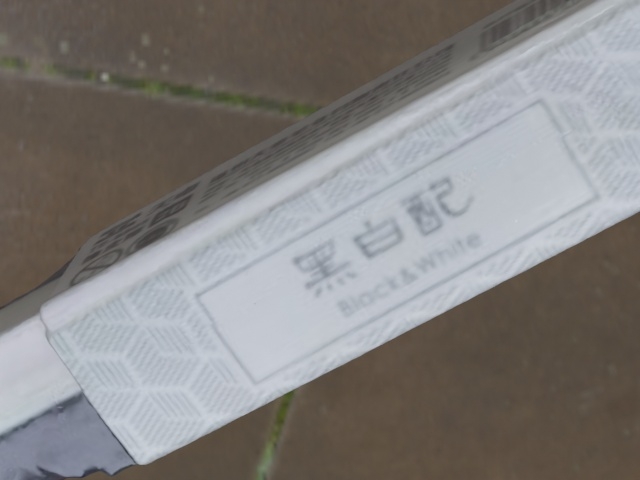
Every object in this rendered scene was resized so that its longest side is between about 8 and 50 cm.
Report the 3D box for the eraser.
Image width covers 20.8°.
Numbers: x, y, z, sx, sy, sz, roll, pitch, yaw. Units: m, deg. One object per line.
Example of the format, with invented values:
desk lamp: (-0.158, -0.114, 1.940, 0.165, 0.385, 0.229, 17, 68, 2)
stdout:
eraser: (0.000, 0.000, 0.802, 0.404, 0.098, 0.096, -29, 106, 17)
